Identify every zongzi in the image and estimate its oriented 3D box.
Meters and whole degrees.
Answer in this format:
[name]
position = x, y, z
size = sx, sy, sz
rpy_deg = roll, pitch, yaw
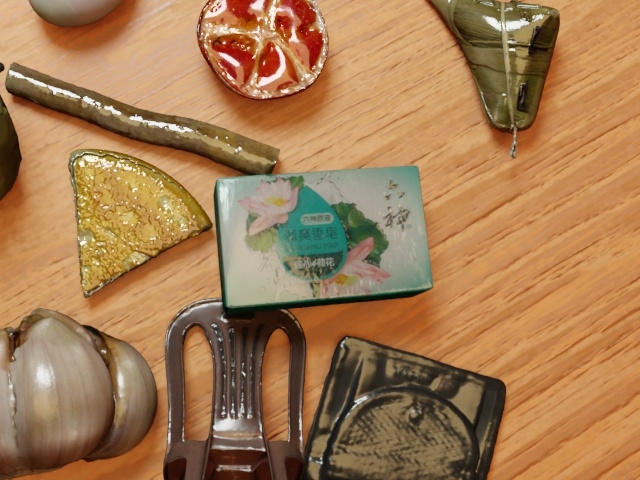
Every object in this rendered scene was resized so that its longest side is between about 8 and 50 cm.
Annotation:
[zongzi]
position = 0.195, -0.214, 1.043
size = 0.178, 0.081, 0.189
rpy_deg = 15, 102, 12

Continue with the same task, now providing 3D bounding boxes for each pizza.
[pizza]
position = -0.227, -0.010, 0.981
size = 0.184, 0.036, 0.176
rpy_deg = 17, 89, -11

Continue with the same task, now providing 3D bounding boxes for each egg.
[egg]
position = -0.272, -0.302, 0.938
size = 0.135, 0.103, 0.103
rpy_deg = -44, 96, -5

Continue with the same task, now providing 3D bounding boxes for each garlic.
[garlic]
position = -0.293, 0.175, 0.910
size = 0.214, 0.160, 0.191
rpy_deg = -2, 95, -6

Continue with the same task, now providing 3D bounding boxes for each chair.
[chair]
position = -0.103, 0.250, 0.964
size = 0.175, 0.183, 0.326
rpy_deg = 4, 45, -8

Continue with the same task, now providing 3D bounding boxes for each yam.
[yam]
position = -0.209, -0.141, 0.980
size = 0.327, 0.045, 0.045
rpy_deg = 18, 65, -8

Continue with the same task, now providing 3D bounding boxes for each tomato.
[tomato]
position = -0.067, -0.235, 0.988
size = 0.155, 0.069, 0.155
rpy_deg = 1, 87, -9

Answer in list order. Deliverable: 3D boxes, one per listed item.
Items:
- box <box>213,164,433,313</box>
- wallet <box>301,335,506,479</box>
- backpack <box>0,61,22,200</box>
[box]
position = 0.000, -0.001, 0.979
size = 0.245, 0.092, 0.153
rpy_deg = -5, 81, -9
[wallet]
position = 0.095, 0.302, 1.034
size = 0.247, 0.041, 0.323
rpy_deg = 16, 90, -7
[backpack]
position = -0.432, -0.151, 0.868
size = 0.253, 0.207, 0.140
rpy_deg = 36, 63, 1
